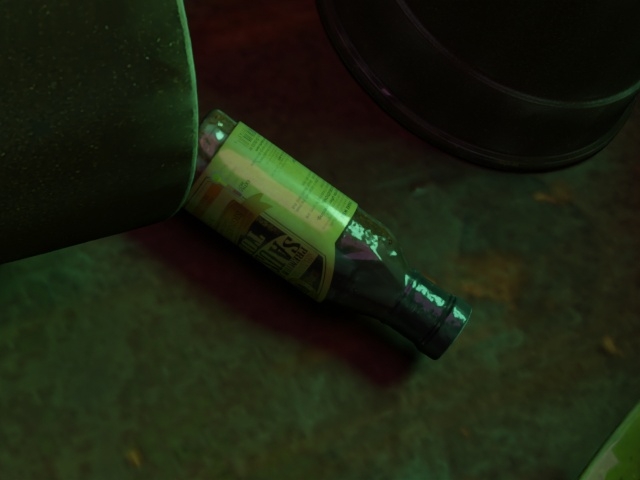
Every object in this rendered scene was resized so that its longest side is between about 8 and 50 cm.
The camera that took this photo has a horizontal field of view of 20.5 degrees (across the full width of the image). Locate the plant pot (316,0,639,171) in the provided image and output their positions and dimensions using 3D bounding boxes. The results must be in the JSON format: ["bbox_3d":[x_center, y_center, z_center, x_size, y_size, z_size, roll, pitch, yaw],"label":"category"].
[{"bbox_3d":[0.106,-0.140,0.745,0.167,0.165,0.167,13,57,-21],"label":"plant pot"}]

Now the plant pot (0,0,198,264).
[{"bbox_3d":[-0.190,-0.062,0.544,0.230,0.215,0.215,-24,74,-21],"label":"plant pot"}]

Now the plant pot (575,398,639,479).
[{"bbox_3d":[0.259,0.178,0.595,0.293,0.275,0.274,43,50,-17],"label":"plant pot"}]

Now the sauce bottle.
[{"bbox_3d":[0.000,0.000,0.685,0.128,0.042,0.042,35,52,-2],"label":"sauce bottle"}]
